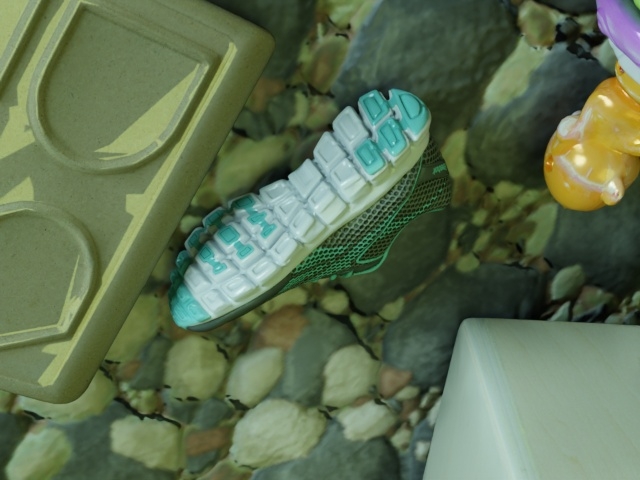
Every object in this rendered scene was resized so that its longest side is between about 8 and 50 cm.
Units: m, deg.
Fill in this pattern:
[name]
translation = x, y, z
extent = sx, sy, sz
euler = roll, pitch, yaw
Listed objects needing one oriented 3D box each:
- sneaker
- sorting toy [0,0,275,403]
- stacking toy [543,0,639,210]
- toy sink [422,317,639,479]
[sneaker]
translation = 0.000, 0.000, 0.717
extent = 0.166, 0.065, 0.076
euler = -36, 134, 6
[sorting toy]
translation = -0.178, -0.001, 0.634
extent = 0.229, 0.041, 0.307
euler = 20, 106, -38
[stacking toy]
translation = 0.192, -0.124, 0.669
extent = 0.166, 0.175, 0.302
euler = 8, 131, -25
[toy sink]
translation = 0.138, 0.184, 0.833
extent = 0.131, 0.153, 0.234
euler = 4, 122, -9
